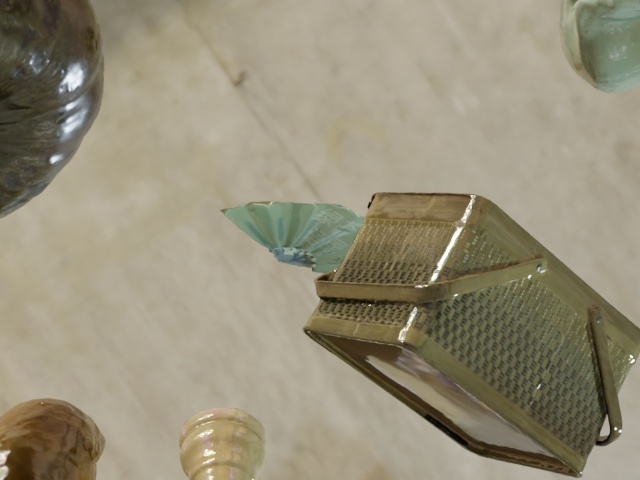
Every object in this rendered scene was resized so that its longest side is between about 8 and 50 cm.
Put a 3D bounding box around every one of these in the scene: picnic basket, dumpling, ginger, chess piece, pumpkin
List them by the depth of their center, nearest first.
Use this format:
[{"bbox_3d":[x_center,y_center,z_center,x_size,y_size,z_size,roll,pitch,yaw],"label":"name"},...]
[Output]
[{"bbox_3d":[0.136,0.082,1.371,0.266,0.139,0.165,38,-19,-30],"label":"picnic basket"},{"bbox_3d":[-0.309,-0.153,1.439,0.325,0.232,0.242,72,4,-50],"label":"pumpkin"},{"bbox_3d":[-0.283,0.294,1.540,0.165,0.172,0.321,-45,-139,39],"label":"ginger"},{"bbox_3d":[0.388,-0.311,1.944,0.211,0.270,0.321,32,36,-20],"label":"dumpling"},{"bbox_3d":[-0.121,0.386,1.999,0.397,0.117,0.117,-95,163,-51],"label":"chess piece"}]

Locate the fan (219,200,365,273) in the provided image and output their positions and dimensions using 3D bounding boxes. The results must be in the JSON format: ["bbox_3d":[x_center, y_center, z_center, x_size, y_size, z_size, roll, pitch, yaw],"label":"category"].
[{"bbox_3d":[0.000,0.000,1.675,0.240,0.131,0.009,24,50,-38],"label":"fan"}]
